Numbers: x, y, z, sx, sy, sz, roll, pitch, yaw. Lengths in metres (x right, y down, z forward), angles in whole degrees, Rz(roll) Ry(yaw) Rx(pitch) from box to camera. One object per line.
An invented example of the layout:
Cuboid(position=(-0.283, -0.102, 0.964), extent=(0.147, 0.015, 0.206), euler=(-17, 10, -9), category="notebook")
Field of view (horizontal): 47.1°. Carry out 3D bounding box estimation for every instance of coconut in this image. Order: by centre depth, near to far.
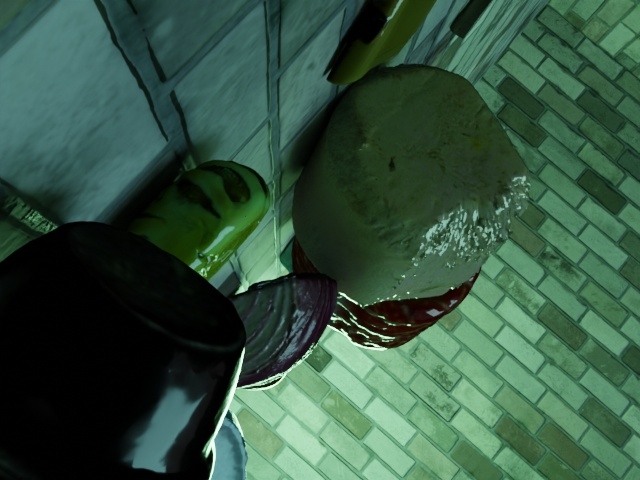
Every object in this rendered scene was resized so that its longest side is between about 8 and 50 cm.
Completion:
Cuboid(position=(0.116, -0.057, 1.007), extent=(0.297, 0.297, 0.309), euler=(-48, 173, -23), category="coconut")

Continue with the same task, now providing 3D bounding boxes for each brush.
Cuboid(position=(0.277, -0.414, 1.194), extent=(0.190, 0.034, 0.027), euler=(-53, -169, 35), category="brush")

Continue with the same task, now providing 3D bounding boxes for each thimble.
Cuboid(position=(0.119, 0.009, 1.354), extent=(0.350, 0.350, 0.230), euler=(-47, 177, -32), category="thimble")

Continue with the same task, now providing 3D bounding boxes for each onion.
Cuboid(position=(-0.086, 0.131, 0.931), extent=(0.250, 0.111, 0.247), euler=(-22, 167, 8), category="onion")

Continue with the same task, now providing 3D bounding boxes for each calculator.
Cuboid(position=(0.096, -0.251, 0.715), extent=(0.236, 0.033, 0.157), euler=(-54, 173, 37), category="calculator")

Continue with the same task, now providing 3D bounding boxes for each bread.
Cuboid(position=(-0.102, -0.007, 0.578), extent=(0.139, 0.071, 0.130), euler=(-48, 173, 4), category="bread")

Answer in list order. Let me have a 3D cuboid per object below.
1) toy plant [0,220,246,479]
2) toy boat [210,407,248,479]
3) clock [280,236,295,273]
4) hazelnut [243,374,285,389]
Cuboid(position=(-0.157, 0.110, 0.389), extent=(0.218, 0.175, 0.235), euler=(29, 101, -47), category="toy plant")
Cuboid(position=(-0.235, 0.392, 1.218), extent=(0.215, 0.123, 0.329), euler=(-13, 119, -37), category="toy boat")
Cuboid(position=(0.000, 0.000, 1.665), extent=(0.274, 0.094, 0.223), euler=(-49, 176, 24), category="clock")
Cuboid(position=(-0.129, 0.194, 1.450), extent=(0.178, 0.178, 0.204), euler=(-50, -166, 6), category="hazelnut")
